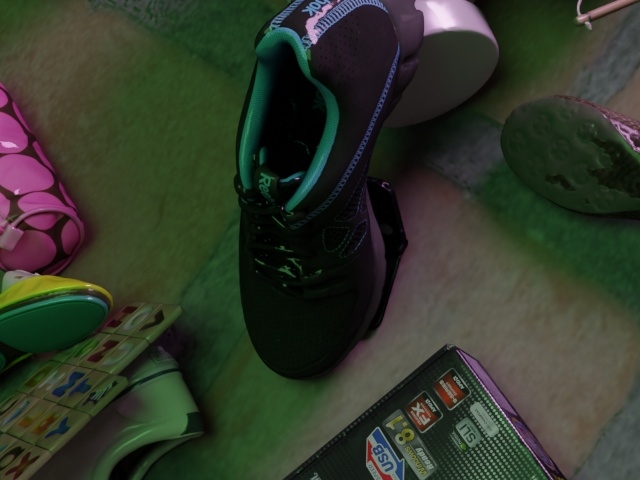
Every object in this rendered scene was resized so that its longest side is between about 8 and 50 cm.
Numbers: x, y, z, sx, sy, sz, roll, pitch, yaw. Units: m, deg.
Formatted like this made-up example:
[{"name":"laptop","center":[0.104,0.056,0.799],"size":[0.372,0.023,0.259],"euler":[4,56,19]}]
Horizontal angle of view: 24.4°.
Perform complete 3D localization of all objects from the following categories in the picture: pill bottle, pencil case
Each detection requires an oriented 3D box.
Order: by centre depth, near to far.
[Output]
[{"name":"pill bottle","center":[0.036,-0.232,1.187],"size":[0.153,0.153,0.265],"euler":[-29,64,15]},{"name":"pencil case","center":[-0.294,-0.063,1.323],"size":[0.095,0.098,0.209],"euler":[-42,61,8]}]

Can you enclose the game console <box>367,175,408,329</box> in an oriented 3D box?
[{"name":"game console","center":[0.000,0.000,1.178],"size":[0.122,0.107,0.071],"euler":[14,52,28]}]

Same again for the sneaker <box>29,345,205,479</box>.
[{"name":"sneaker","center":[-0.206,0.194,1.200],"size":[0.258,0.094,0.091],"euler":[-40,68,13]}]

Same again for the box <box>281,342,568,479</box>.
[{"name":"box","center":[0.094,0.244,1.057],"size":[0.216,0.060,0.270],"euler":[-40,61,9]}]

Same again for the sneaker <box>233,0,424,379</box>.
[{"name":"sneaker","center":[-0.022,-0.033,1.081],"size":[0.125,0.139,0.341],"euler":[20,122,22]}]

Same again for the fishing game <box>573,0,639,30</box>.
[{"name":"fishing game","center":[0.161,-0.265,1.155],"size":[0.189,0.041,0.264],"euler":[-25,65,-31]}]

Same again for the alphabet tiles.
[{"name":"alphabet tiles","center":[-0.214,0.129,1.173],"size":[0.237,0.009,0.198],"euler":[-44,18,-21]}]

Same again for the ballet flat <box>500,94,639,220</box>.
[{"name":"ballet flat","center":[0.247,-0.051,1.088],"size":[0.250,0.058,0.084],"euler":[17,103,35]}]

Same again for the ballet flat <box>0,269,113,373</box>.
[{"name":"ballet flat","center":[-0.272,0.071,1.274],"size":[0.231,0.077,0.077],"euler":[-31,47,27]}]
